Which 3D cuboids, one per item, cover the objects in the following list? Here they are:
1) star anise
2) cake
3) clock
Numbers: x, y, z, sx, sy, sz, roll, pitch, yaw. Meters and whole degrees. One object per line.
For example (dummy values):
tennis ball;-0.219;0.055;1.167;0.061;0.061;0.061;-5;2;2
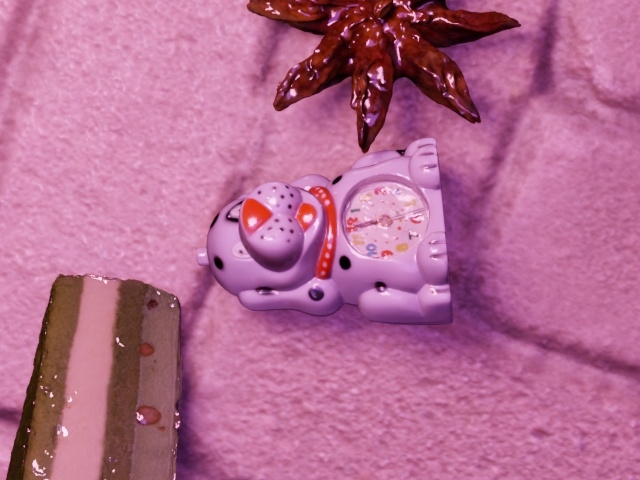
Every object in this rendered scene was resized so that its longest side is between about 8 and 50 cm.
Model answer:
star anise;0.066;-0.219;1.713;0.288;0.088;0.288;2;71;-7
cake;-0.234;0.192;1.745;0.158;0.172;0.283;12;60;-14
clock;0.003;-0.001;1.710;0.254;0.189;0.188;-2;95;-1
